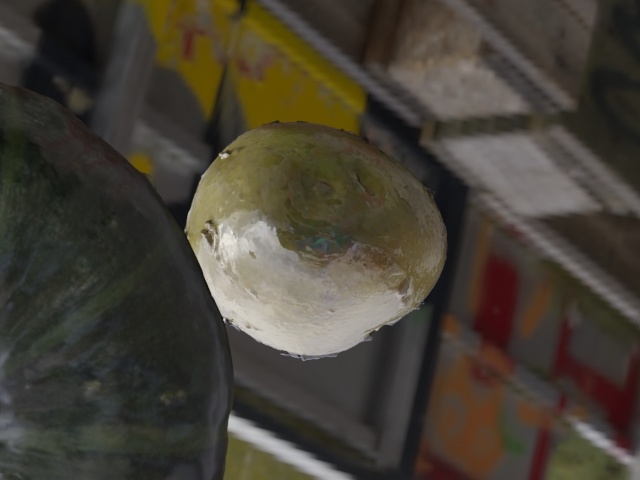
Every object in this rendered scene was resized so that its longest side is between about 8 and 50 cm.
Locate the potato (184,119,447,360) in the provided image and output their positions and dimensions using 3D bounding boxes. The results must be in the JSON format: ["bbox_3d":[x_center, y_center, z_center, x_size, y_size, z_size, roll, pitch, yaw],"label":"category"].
[{"bbox_3d":[0.000,0.000,1.405,0.202,0.182,0.117,28,177,-5],"label":"potato"}]

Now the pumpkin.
[{"bbox_3d":[-0.188,0.072,0.862,0.300,0.300,0.207,20,175,-17],"label":"pumpkin"}]
